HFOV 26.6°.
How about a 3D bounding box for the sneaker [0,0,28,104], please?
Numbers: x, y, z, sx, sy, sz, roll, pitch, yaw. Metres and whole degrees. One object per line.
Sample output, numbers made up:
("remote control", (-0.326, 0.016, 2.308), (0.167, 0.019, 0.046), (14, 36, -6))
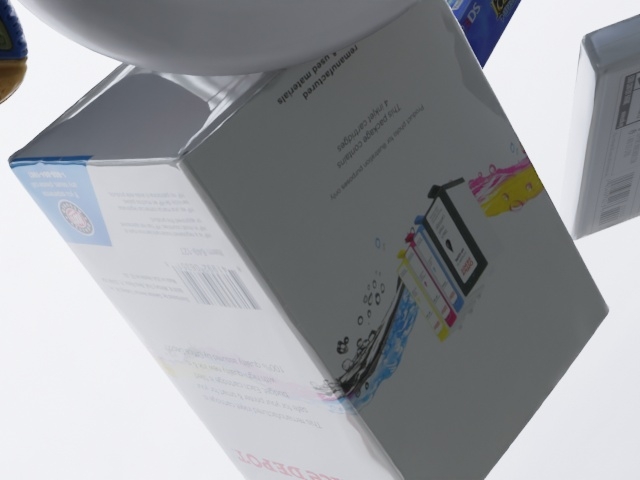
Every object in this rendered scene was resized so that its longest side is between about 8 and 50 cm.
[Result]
("sneaker", (-0.249, -0.202, 0.702), (0.112, 0.131, 0.296), (-21, -50, -9))

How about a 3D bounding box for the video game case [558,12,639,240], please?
("video game case", (0.234, -0.084, 0.743), (0.206, 0.026, 0.227), (-21, -23, -1))

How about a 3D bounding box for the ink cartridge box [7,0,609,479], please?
("ink cartridge box", (0.000, 0.000, 0.692), (0.168, 0.171, 0.232), (-46, -62, -27))

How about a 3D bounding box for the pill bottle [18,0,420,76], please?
("pill bottle", (-0.061, -0.263, 0.588), (0.210, 0.362, 0.210), (-9, -39, -7))

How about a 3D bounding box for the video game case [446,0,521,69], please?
("video game case", (0.091, -0.240, 1.358), (0.061, 0.244, 0.269), (50, -125, -30))
